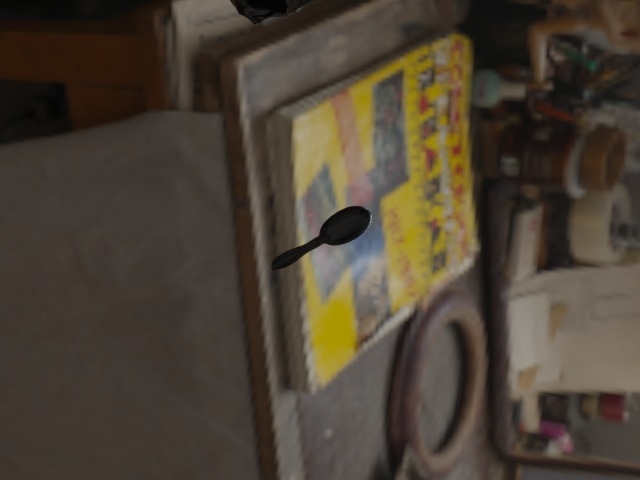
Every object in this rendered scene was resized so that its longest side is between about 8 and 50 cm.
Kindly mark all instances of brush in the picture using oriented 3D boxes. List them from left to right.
[{"bbox_3d":[0.000,0.000,1.039,0.024,0.083,0.008,58,11,-6],"label":"brush"}]

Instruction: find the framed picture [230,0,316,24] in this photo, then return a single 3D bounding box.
[{"bbox_3d":[0.058,-0.181,0.398,0.265,0.192,0.018,-27,151,-6],"label":"framed picture"}]
